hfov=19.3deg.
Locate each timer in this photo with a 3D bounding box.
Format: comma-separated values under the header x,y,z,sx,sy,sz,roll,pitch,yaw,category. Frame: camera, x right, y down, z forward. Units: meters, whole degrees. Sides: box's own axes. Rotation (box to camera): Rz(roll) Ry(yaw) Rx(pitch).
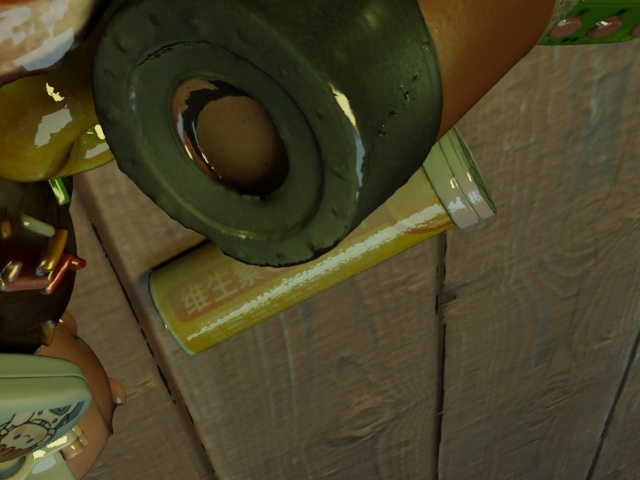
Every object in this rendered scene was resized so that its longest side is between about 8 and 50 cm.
x,y,z,sx,sy,sz,roll,pitch,yaw,category
0.174,-0.156,1.041,0.140,0.047,0.128,-7,155,-40,timer

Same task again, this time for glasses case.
x,y,z,sx,sy,sz,roll,pitch,yaw,category
-0.190,0.086,0.932,0.067,0.045,0.178,-41,154,31,glasses case

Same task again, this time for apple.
x,y,z,sx,sy,sz,roll,pitch,yaw,category
-0.123,-0.075,0.820,0.099,0.102,0.114,-32,159,15,apple

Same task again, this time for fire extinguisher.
x,y,z,sx,sy,sz,roll,pitch,yaw,category
0.040,-0.135,0.775,0.200,0.113,0.376,2,-146,39,fire extinguisher

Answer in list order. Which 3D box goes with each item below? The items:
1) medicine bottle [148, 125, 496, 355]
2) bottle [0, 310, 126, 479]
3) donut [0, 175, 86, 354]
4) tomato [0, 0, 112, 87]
x,y,z,sx,sy,sz,roll,pitch,yaw,category
0.000,0.000,1.192,0.218,0.074,0.074,-27,160,11,medicine bottle
-0.235,0.132,1.162,0.236,0.147,0.147,-30,161,-10,bottle
-0.241,0.030,0.949,0.270,0.103,0.269,-20,158,-9,donut
-0.163,-0.141,0.602,0.228,0.112,0.199,-9,136,-27,tomato
